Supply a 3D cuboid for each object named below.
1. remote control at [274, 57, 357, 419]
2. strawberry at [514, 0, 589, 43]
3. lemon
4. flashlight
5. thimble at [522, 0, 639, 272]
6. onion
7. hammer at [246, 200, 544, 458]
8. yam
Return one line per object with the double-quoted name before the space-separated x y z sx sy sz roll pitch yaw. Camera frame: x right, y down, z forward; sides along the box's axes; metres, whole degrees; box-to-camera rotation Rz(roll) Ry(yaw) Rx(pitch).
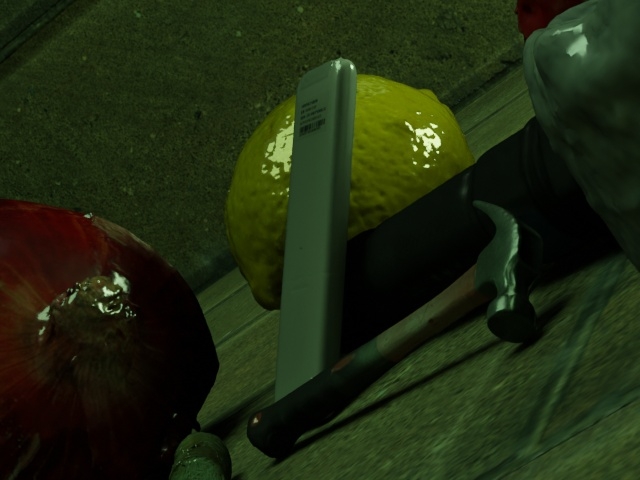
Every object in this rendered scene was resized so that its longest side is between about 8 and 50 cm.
"remote control" 0.000 0.000 1.246 0.029 0.260 0.067 11 -14 -29
"strawberry" 0.254 -0.144 1.213 0.253 0.150 0.280 -16 -6 -20
"lemon" 0.029 -0.036 1.481 0.260 0.204 0.204 -48 10 -34
"flashlight" 0.126 -0.017 1.149 0.103 0.103 0.424 -39 3 -37
"thimble" 0.204 -0.075 0.632 0.245 0.157 0.217 -35 5 19
"onion" -0.263 0.118 1.499 0.341 0.341 0.341 -36 4 3
"hammer" 0.040 0.070 1.103 0.288 0.033 0.111 -39 29 42
"yam" -0.082 0.160 1.204 0.043 0.043 0.094 -36 4 2
